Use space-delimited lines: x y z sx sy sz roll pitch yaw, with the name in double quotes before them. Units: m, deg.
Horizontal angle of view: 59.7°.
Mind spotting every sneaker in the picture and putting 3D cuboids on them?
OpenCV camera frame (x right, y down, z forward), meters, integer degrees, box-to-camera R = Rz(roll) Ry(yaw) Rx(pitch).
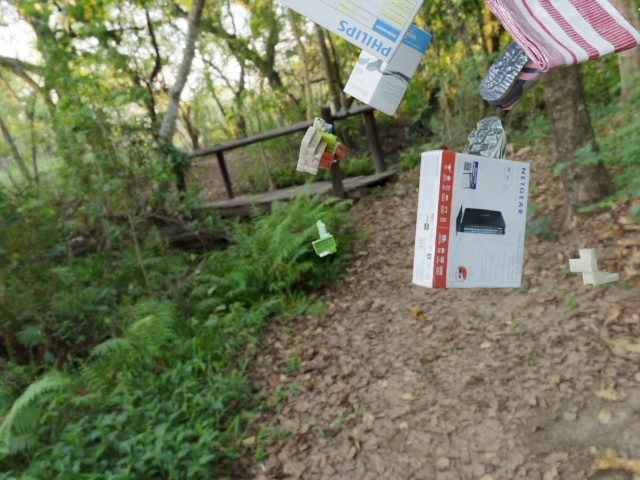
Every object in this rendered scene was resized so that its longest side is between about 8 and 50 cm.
"sneaker" 0.564 -0.482 1.467 0.319 0.112 0.131 -45 -36 23
"sneaker" 0.467 -0.194 1.639 0.122 0.146 0.331 15 66 52

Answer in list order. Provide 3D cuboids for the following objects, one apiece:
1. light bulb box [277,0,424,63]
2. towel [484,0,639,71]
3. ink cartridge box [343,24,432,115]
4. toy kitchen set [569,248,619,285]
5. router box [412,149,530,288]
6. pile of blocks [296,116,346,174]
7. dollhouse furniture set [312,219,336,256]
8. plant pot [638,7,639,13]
"light bulb box" 0.121 -0.738 1.511 0.357 0.361 0.225 27 24 -8
"towel" 0.567 -0.506 1.280 0.329 0.237 0.037 -19 -23 -22
"ink cartridge box" 0.238 -0.641 2.037 0.129 0.308 0.223 16 19 -30
"toy kitchen set" 0.641 0.058 1.313 0.075 0.083 0.068 -9 1 -18
"router box" 0.391 -0.048 1.436 0.301 0.336 0.082 2 3 -27
"pile of blocks" 0.026 -0.300 1.746 0.112 0.149 0.362 18 20 4
"dollhouse furniture set" 0.000 0.000 1.570 0.058 0.076 0.152 -23 17 -5
"plant pot" 1.167 -0.769 1.686 0.276 0.254 0.276 19 24 -9
